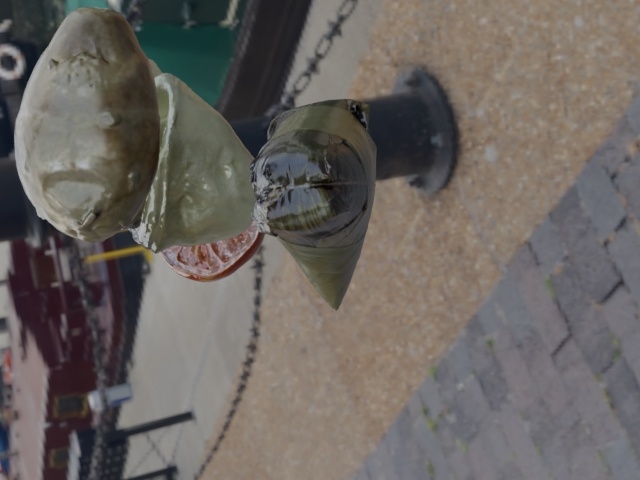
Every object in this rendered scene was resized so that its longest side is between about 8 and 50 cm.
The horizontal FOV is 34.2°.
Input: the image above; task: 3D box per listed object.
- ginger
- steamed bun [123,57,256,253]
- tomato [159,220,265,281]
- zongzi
[{"bbox_3d":[-0.249,-0.135,1.165,0.304,0.155,0.245,-108,13,-77],"label":"ginger"},{"bbox_3d":[-0.288,-0.121,1.720,0.352,0.247,0.339,45,165,-24],"label":"steamed bun"},{"bbox_3d":[-0.216,-0.028,2.105,0.095,0.236,0.237,49,-159,-71],"label":"tomato"},{"bbox_3d":[0.000,0.000,1.327,0.289,0.154,0.318,-67,-29,-67],"label":"zongzi"}]
